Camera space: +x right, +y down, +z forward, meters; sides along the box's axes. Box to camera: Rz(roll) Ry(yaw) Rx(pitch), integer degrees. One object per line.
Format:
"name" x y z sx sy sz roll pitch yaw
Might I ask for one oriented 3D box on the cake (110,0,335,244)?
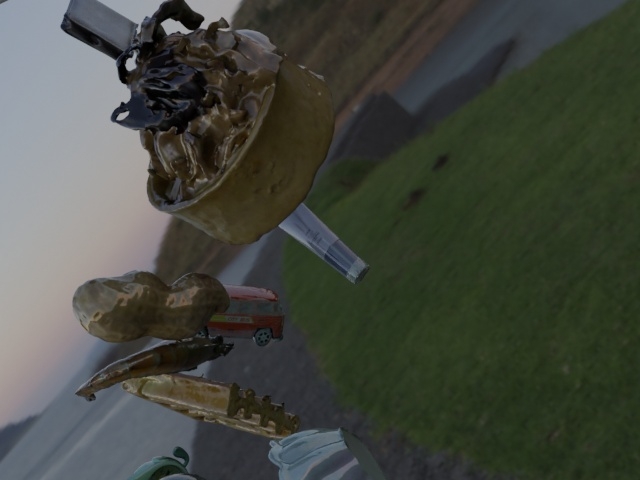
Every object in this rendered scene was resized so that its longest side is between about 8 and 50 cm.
"cake" -0.185 -0.192 1.606 0.332 0.321 0.332 -33 40 34

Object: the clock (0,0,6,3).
"clock" -0.610 -0.493 1.858 0.262 0.231 0.116 -15 62 25

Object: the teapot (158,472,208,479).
"teapot" -0.185 0.420 1.454 0.294 0.130 0.193 115 161 -77

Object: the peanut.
"peanut" -0.234 0.092 1.484 0.085 0.228 0.104 -44 50 53

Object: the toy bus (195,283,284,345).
"toy bus" -0.204 0.161 2.336 0.121 0.265 0.119 -143 60 -62

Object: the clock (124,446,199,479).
"clock" -0.324 0.512 2.137 0.060 0.148 0.188 -7 20 46

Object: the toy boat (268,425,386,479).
"toy boat" 0.025 0.332 1.462 0.100 0.199 0.290 -37 -7 2

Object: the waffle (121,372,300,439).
"waffle" -0.238 0.358 2.333 0.348 0.304 0.077 38 -117 -55

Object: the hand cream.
"hand cream" 0.000 0.000 2.315 0.079 0.255 0.048 -54 -25 11

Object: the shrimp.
"shrimp" -0.256 0.190 1.581 0.198 0.051 0.262 -24 -8 31

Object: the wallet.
"wallet" -0.485 -0.474 2.327 0.036 0.167 0.222 -53 23 22
